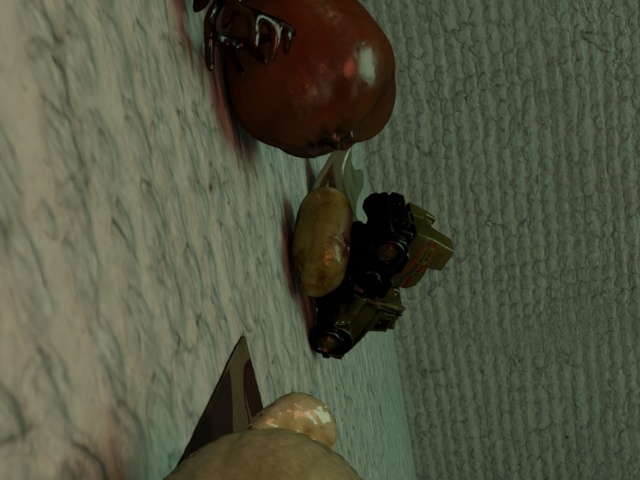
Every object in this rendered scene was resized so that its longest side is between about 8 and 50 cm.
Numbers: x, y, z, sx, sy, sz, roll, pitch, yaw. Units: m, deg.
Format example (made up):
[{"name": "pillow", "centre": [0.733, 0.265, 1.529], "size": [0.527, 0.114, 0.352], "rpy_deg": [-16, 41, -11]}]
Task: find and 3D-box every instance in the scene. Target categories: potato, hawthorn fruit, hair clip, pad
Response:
[{"name": "potato", "centre": [0.000, 0.000, 0.890], "size": [0.107, 0.080, 0.170], "rpy_deg": [-38, -146, 51]}, {"name": "hawthorn fruit", "centre": [-0.023, -0.216, 0.713], "size": [0.199, 0.199, 0.251], "rpy_deg": [35, 35, -78]}, {"name": "hair clip", "centre": [0.041, -0.038, 1.172], "size": [0.172, 0.113, 0.282], "rpy_deg": [63, 15, -65]}, {"name": "pad", "centre": [-0.053, 0.276, 0.559], "size": [0.220, 0.004, 0.330], "rpy_deg": [-72, 152, -70]}]

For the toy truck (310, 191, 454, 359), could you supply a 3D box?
[{"name": "toy truck", "centre": [0.076, 0.061, 0.930], "size": [0.257, 0.127, 0.127], "rpy_deg": [-57, -158, 32]}]

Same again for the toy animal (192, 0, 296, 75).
[{"name": "toy animal", "centre": [-0.118, -0.279, 0.516], "size": [0.243, 0.087, 0.260], "rpy_deg": [2, 77, -67]}]

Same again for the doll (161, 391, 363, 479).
[{"name": "doll", "centre": [-0.059, 0.179, 0.246], "size": [0.278, 0.149, 0.175], "rpy_deg": [-4, 75, -68]}]
